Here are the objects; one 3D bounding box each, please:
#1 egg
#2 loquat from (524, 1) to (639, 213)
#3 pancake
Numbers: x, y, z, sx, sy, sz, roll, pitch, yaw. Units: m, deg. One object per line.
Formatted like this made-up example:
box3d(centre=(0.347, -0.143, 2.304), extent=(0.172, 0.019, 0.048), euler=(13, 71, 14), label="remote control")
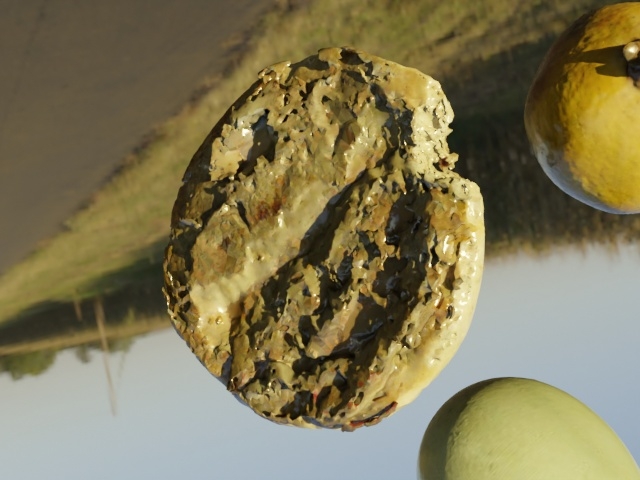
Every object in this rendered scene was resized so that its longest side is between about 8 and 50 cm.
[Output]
box3d(centre=(0.236, 0.273, 1.233), extent=(0.218, 0.218, 0.295), euler=(-13, -149, -36), label="egg")
box3d(centre=(0.305, -0.136, 1.099), extent=(0.213, 0.213, 0.246), euler=(-13, 164, 3), label="loquat")
box3d(centre=(-0.001, 0.000, 1.083), extent=(0.382, 0.382, 0.071), euler=(-14, 166, 37), label="pancake")
